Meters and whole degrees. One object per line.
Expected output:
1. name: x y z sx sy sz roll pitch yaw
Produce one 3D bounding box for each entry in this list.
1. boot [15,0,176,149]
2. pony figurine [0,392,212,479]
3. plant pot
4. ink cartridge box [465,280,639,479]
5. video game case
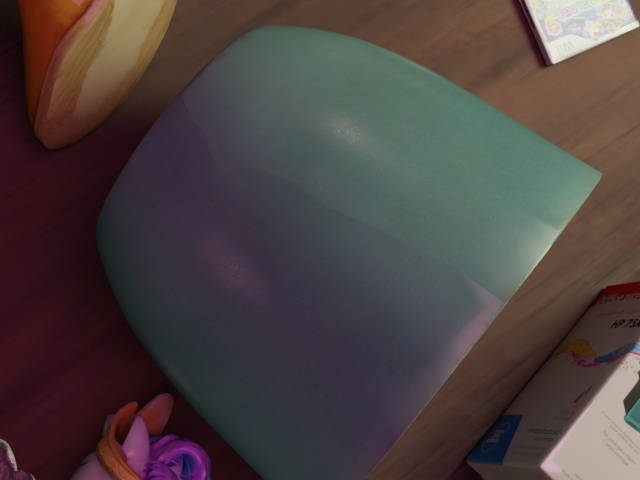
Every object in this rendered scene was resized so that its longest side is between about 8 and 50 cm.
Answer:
1. boot: -0.194 -0.228 1.033 0.211 0.295 0.104 38 39 20
2. pony figurine: -0.170 0.251 0.899 0.363 0.351 0.303 -45 113 -13
3. plant pot: 0.000 0.000 1.007 0.235 0.293 0.293 39 74 5
4. ink cartridge box: 0.226 0.102 1.139 0.078 0.134 0.231 44 73 -9
5. video game case: 0.192 -0.209 1.223 0.087 0.011 0.122 -25 93 -19
